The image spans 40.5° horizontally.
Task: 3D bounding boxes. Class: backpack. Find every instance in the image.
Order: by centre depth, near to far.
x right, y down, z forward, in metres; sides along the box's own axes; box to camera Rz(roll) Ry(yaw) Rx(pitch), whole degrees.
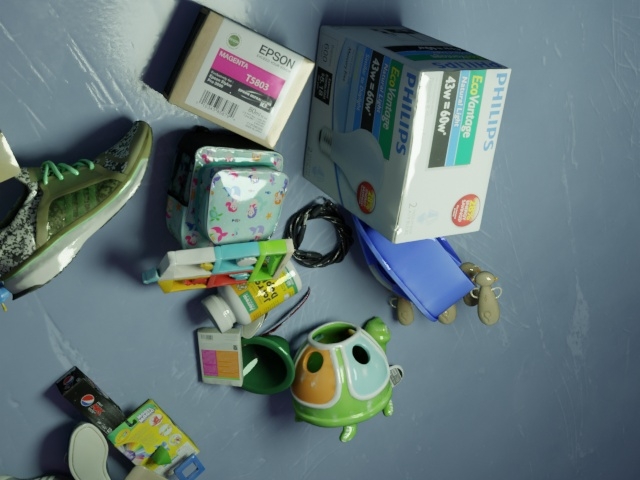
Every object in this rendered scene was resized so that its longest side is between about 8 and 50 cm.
[{"bbox_3d":[-0.192,-0.077,1.769,0.225,0.191,0.253,1,119,-35],"label":"backpack"}]

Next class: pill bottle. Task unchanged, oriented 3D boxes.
[{"bbox_3d":[-0.156,0.115,1.933,0.208,0.117,0.117,-32,128,-15],"label":"pill bottle"}]

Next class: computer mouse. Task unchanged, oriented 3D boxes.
[{"bbox_3d":[0.136,0.391,2.329,0.193,0.042,0.106,-31,123,-9],"label":"computer mouse"}]

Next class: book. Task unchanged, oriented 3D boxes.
[{"bbox_3d":[-0.230,0.267,1.999,0.096,0.035,0.144,2,119,3],"label":"book"}]

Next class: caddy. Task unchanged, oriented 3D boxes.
[{"bbox_3d":[0.202,0.038,2.023,0.179,0.241,0.341,-36,117,11],"label":"caddy"}]

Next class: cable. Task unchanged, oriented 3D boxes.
[{"bbox_3d":[0.000,0.000,2.020,0.151,0.047,0.184,-38,130,-10],"label":"cable"}]

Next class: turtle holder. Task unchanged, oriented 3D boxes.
[{"bbox_3d":[0.074,0.316,2.117,0.321,0.243,0.227,-15,110,-22],"label":"turtle holder"}]

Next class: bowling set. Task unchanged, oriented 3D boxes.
[{"bbox_3d":[0.327,0.108,2.245,0.287,0.199,0.154,-3,121,16],"label":"bowling set"}]

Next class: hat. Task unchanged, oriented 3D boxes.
[{"bbox_3d":[-0.113,0.247,2.093,0.209,0.183,0.172,-11,117,23],"label":"hat"}]

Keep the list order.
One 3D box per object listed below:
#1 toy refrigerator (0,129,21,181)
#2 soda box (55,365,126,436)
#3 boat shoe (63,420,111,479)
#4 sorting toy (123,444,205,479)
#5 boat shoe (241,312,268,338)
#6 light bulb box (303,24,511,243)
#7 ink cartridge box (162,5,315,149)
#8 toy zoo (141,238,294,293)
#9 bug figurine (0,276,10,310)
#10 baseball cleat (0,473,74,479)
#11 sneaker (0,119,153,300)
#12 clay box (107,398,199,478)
[{"bbox_3d":[-0.664,-0.107,1.486,0.270,0.102,0.094,-28,127,-19],"label":"toy refrigerator"},{"bbox_3d":[-0.494,0.348,1.879,0.060,0.053,0.169,-40,130,-10],"label":"soda box"},{"bbox_3d":[-0.513,0.490,1.928,0.095,0.079,0.254,-27,129,-22],"label":"boat shoe"},{"bbox_3d":[-0.420,0.619,2.004,0.347,0.047,0.196,-51,133,-10],"label":"sorting toy"},{"bbox_3d":[-0.144,0.171,2.001,0.038,0.046,0.125,62,45,-64],"label":"boat shoe"},{"bbox_3d":[0.163,-0.232,1.794,0.225,0.361,0.357,-9,119,-30],"label":"light bulb box"},{"bbox_3d":[-0.158,-0.312,1.682,0.235,0.088,0.193,22,102,-23],"label":"ink cartridge box"},{"bbox_3d":[-0.214,0.055,1.765,0.294,0.030,0.192,-7,162,-15],"label":"toy zoo"},{"bbox_3d":[-0.705,0.074,1.578,0.279,0.072,0.216,-21,122,-21],"label":"bug figurine"},{"bbox_3d":[-0.615,0.553,1.875,0.206,0.109,0.072,11,103,-39],"label":"baseball cleat"},{"bbox_3d":[-0.468,-0.092,1.578,0.182,0.158,0.410,47,69,-24],"label":"sneaker"},{"bbox_3d":[-0.391,0.460,2.008,0.127,0.053,0.222,-38,129,-9],"label":"clay box"}]
